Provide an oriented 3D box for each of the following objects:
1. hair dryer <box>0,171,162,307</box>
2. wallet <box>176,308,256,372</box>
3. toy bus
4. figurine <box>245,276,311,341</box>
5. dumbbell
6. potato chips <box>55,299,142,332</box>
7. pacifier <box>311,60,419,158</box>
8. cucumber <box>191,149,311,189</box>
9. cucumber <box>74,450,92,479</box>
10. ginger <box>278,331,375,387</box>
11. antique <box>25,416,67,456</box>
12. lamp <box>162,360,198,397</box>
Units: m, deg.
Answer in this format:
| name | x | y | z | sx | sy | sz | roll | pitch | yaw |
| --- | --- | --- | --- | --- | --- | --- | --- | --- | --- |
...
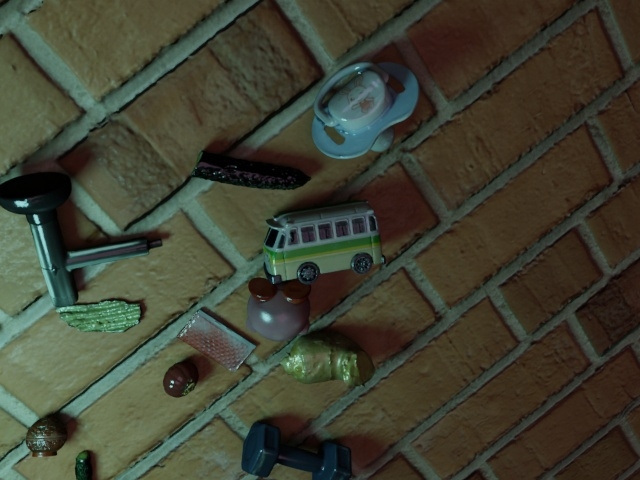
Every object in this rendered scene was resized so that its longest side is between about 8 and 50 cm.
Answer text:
| name | x | y | z | sx | sy | sz | roll | pitch | yaw |
| --- | --- | --- | --- | --- | --- | --- | --- | --- | --- |
| hair dryer | -0.561 | -0.028 | 1.362 | 0.284 | 0.155 | 0.320 | -29 | 127 | -26 |
| wallet | -0.282 | 0.275 | 1.553 | 0.196 | 0.020 | 0.103 | 37 | 94 | -23 |
| toy bus | 0.000 | 0.000 | 1.477 | 0.305 | 0.143 | 0.179 | -10 | 107 | -11 |
| figurine | -0.109 | 0.184 | 1.494 | 0.173 | 0.173 | 0.173 | -5 | 108 | -14 |
| dumbbell | -0.067 | 0.637 | 1.660 | 0.316 | 0.143 | 0.156 | 23 | 99 | -20 |
| potato chips | -0.560 | 0.198 | 1.448 | 0.207 | 0.028 | 0.092 | -3 | 106 | -16 |
| pacifier | 0.114 | -0.303 | 1.410 | 0.287 | 0.238 | 0.226 | -42 | 144 | -1 |
| cucumber | -0.167 | -0.164 | 1.416 | 0.300 | 0.072 | 0.072 | 8 | 105 | -18 |
| cucumber | -0.649 | 0.701 | 1.577 | 0.044 | 0.043 | 0.257 | -2 | 109 | -9 |
| ginger | 0.021 | 0.330 | 1.589 | 0.267 | 0.152 | 0.138 | 3 | 105 | 4 |
| antique | -0.706 | 0.505 | 1.470 | 0.104 | 0.104 | 0.104 | -5 | 108 | -14 |
| lamp | -0.372 | 0.371 | 1.522 | 0.101 | 0.090 | 0.101 | -36 | 142 | -34 |
